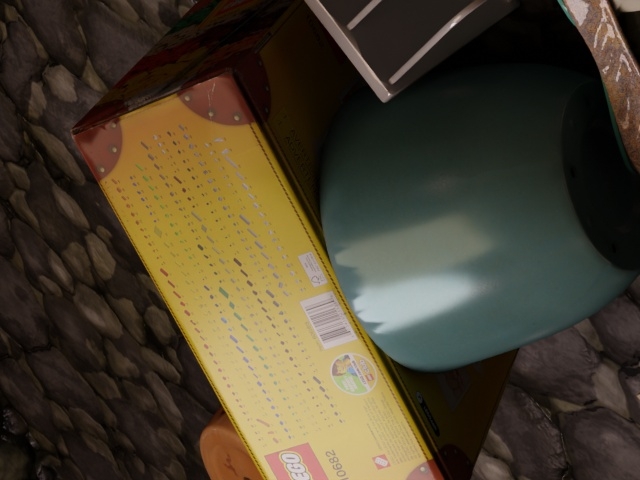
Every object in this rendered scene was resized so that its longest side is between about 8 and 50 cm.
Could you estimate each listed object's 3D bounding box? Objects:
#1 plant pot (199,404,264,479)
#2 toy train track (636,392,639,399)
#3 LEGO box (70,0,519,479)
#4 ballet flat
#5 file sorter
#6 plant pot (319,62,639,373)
[{"bbox_3d":[-0.020,0.271,2.552,0.291,0.203,0.291,36,148,27],"label":"plant pot"},{"bbox_3d":[0.360,0.157,2.056,0.048,0.014,0.083,46,158,-2],"label":"toy train track"},{"bbox_3d":[0.000,0.000,2.006,0.193,0.372,0.500,-20,108,25],"label":"LEGO box"},{"bbox_3d":[0.283,-0.196,1.705,0.106,0.107,0.316,-5,125,38],"label":"ballet flat"},{"bbox_3d":[0.073,-0.312,1.777,0.278,0.193,0.173,53,149,1],"label":"file sorter"},{"bbox_3d":[0.179,-0.038,1.838,0.235,0.293,0.293,-16,110,37],"label":"plant pot"}]
